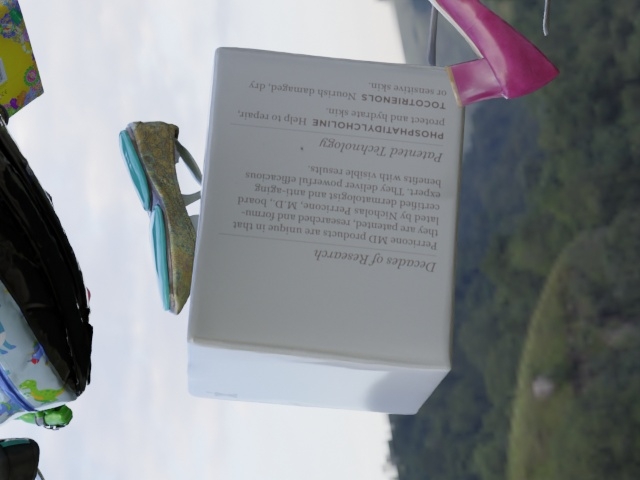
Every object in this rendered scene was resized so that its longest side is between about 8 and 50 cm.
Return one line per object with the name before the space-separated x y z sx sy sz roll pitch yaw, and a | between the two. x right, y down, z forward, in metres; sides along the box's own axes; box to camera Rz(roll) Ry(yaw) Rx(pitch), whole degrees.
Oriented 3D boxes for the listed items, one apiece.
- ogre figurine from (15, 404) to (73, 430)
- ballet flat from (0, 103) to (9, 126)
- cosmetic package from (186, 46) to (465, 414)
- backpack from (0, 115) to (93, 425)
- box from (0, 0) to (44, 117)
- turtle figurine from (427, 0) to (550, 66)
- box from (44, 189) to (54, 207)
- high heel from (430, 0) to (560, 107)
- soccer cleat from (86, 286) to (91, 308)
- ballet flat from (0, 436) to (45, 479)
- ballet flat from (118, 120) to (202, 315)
ogre figurine | -0.427 0.188 1.982 0.197 0.118 0.097 24 -119 -40
ballet flat | -0.470 -0.156 1.893 0.203 0.074 0.074 -5 -95 -58
cosmetic package | 0.000 0.000 1.983 0.329 0.327 0.393 106 169 -73
backpack | -0.380 0.038 1.654 0.355 0.273 0.290 51 -169 -33
box | -0.625 -0.254 2.238 0.290 0.279 0.177 -44 -37 -33
turtle figurine | 0.211 -0.389 1.855 0.266 0.275 0.198 53 169 -21
box | -0.579 -0.059 2.813 0.270 0.060 0.216 38 147 35
high heel | 0.171 -0.268 1.615 0.082 0.117 0.244 -57 -50 -82
soccer cleat | -0.435 0.135 2.250 0.095 0.248 0.083 52 -150 19
ballet flat | -0.360 0.334 1.761 0.095 0.096 0.280 43 140 29
ballet flat | -0.225 -0.047 2.349 0.123 0.123 0.348 68 -177 -60
